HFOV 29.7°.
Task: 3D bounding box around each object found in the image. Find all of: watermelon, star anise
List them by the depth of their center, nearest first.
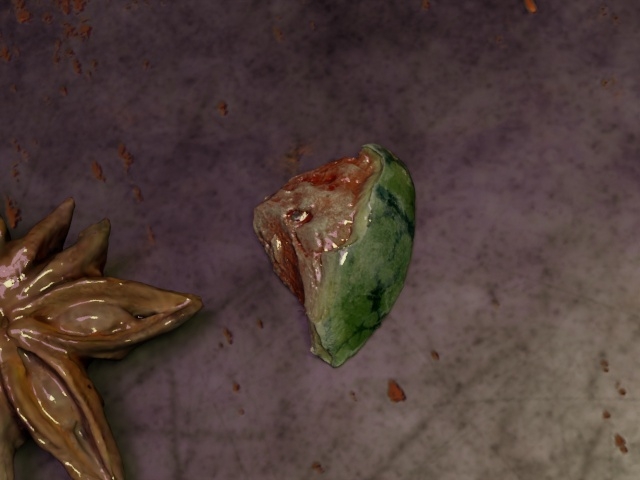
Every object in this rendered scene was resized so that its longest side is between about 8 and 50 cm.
[{"bbox_3d":[0.000,0.000,0.997,0.139,0.071,0.187,13,73,21],"label":"watermelon"},{"bbox_3d":[-0.272,0.072,1.005,0.349,0.109,0.292,1,62,1],"label":"star anise"}]
